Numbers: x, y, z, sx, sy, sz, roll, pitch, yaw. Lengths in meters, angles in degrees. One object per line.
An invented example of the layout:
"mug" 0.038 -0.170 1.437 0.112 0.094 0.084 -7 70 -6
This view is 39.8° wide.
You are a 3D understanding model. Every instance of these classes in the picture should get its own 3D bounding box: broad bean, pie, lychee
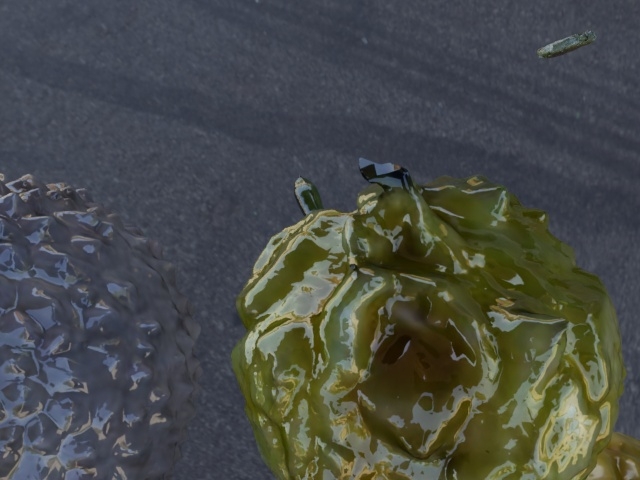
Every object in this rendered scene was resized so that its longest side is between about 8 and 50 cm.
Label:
"broad bean" 0.001 -0.001 1.322 0.039 0.069 0.227 -12 74 -11
"pie" 0.347 -0.274 1.244 0.084 0.084 0.020 -19 93 11
"lychee" -0.300 0.122 0.779 0.380 0.432 0.380 -21 51 28

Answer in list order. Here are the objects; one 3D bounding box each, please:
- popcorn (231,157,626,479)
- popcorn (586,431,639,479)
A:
"popcorn" 0.068 0.067 0.564 0.249 0.249 0.225 23 119 27
"popcorn" 0.206 0.366 0.923 0.354 0.344 0.390 31 110 38
